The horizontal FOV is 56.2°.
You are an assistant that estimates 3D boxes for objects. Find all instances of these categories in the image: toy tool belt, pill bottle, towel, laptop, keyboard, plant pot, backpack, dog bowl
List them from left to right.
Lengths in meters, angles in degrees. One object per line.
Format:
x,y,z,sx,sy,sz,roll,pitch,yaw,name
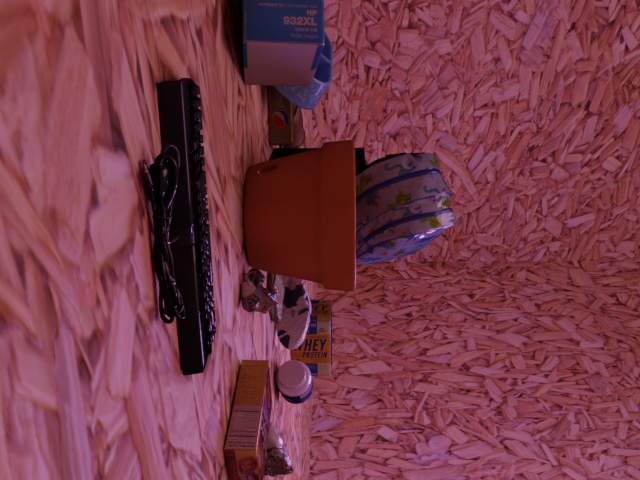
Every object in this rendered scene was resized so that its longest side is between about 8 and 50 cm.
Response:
-0.141,-0.008,0.637,0.201,0.033,0.317,-81,170,-74,keyboard
-0.106,0.115,1.209,0.083,0.051,0.052,-85,174,-71,toy tool belt
-0.108,0.130,1.456,0.148,0.027,0.110,86,5,-56,towel
-0.069,0.370,1.579,0.169,0.094,0.094,84,6,-64,pill bottle
-0.044,-0.430,1.391,0.166,0.074,0.297,34,38,-29,dog bowl
-0.034,-0.046,1.155,0.291,0.203,0.291,-1,90,-88,plant pot
-0.004,-0.162,1.521,0.264,0.234,0.137,86,6,-62,laptop
0.157,-0.067,1.400,0.273,0.290,0.356,67,-32,29,backpack

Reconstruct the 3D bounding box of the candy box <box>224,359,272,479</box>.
-0.114,0.301,0.984,0.187,0.053,0.109,-85,175,-56,candy box

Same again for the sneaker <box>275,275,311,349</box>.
-0.066,0.210,1.631,0.153,0.094,0.235,73,5,-52,sneaker

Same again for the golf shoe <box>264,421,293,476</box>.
-0.095,0.454,1.298,0.176,0.069,0.086,89,-4,-50,golf shoe

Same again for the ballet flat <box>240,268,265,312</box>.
-0.124,0.083,1.051,0.114,0.041,0.041,-86,175,-64,ballet flat

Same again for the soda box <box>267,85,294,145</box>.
-0.095,-0.323,1.452,0.061,0.058,0.181,-78,168,-76,soda box

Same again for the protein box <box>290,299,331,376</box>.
-0.028,0.331,2.065,0.200,0.135,0.201,-82,171,-73,protein box

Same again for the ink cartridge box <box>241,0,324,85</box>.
-0.067,-0.441,1.003,0.223,0.128,0.308,159,-70,-84,ink cartridge box

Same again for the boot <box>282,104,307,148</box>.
-0.077,-0.276,1.624,0.269,0.089,0.236,85,-9,-76,boot
